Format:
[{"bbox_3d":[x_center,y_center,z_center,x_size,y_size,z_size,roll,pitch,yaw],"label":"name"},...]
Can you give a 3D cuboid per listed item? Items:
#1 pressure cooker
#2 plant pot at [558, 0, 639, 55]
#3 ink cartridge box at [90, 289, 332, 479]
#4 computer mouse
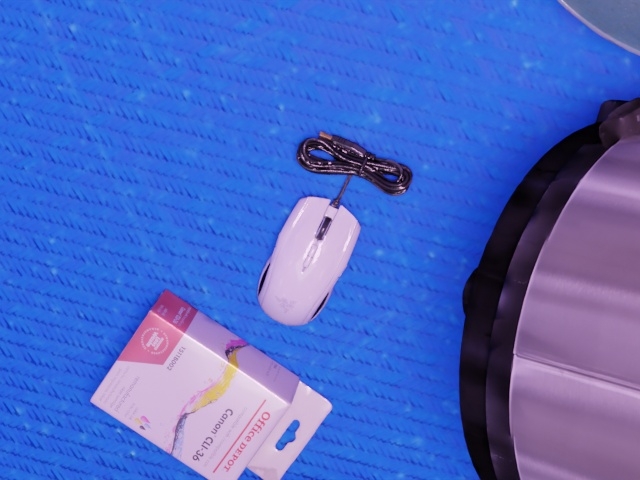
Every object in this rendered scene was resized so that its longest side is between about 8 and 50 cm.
[{"bbox_3d":[0.309,0.085,1.163,0.420,0.370,0.375,13,136,41],"label":"pressure cooker"},{"bbox_3d":[0.300,-0.303,1.140,0.290,0.195,0.290,32,149,23],"label":"plant pot"},{"bbox_3d":[-0.100,0.152,1.423,0.198,0.067,0.115,33,108,-4],"label":"ink cartridge box"},{"bbox_3d":[0.000,0.000,1.375,0.106,0.042,0.193,24,109,-1],"label":"computer mouse"}]
